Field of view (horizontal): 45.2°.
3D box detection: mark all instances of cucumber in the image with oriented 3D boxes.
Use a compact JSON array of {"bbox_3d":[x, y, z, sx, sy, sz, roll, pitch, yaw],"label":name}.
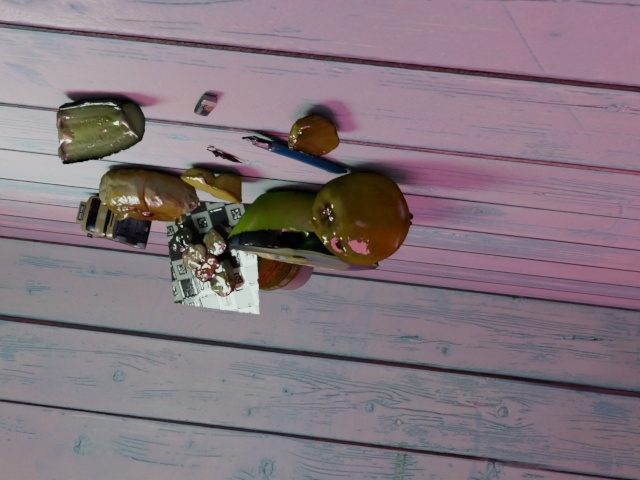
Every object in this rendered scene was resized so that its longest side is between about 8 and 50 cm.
[{"bbox_3d":[-0.410,-0.213,1.416,0.192,0.115,0.086,-3,-149,30],"label":"cucumber"}]

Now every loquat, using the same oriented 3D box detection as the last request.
[{"bbox_3d":[0.105,-0.053,1.685,0.246,0.214,0.213,0,177,-35],"label":"loquat"}]

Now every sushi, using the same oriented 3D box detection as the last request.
[{"bbox_3d":[-0.343,0.054,2.286,0.319,0.340,0.068,5,-164,25],"label":"sushi"}]

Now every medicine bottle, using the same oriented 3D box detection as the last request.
[{"bbox_3d":[-0.176,0.049,2.487,0.224,0.225,0.384,3,172,23],"label":"medicine bottle"}]

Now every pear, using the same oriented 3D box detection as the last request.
[{"bbox_3d":[-0.037,-0.034,2.004,0.398,0.165,0.399,7,171,1],"label":"pear"}]

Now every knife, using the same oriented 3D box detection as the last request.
[{"bbox_3d":[-0.044,-0.174,1.569,0.044,0.026,0.296,4,174,39],"label":"knife"}]

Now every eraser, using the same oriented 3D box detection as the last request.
[{"bbox_3d":[-0.198,-0.231,1.322,0.027,0.019,0.099,10,170,-19],"label":"eraser"}]

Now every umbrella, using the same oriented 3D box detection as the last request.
[{"bbox_3d":[-0.210,-0.184,1.671,0.022,0.013,0.122,-21,158,24],"label":"umbrella"}]

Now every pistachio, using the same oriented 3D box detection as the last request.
[{"bbox_3d":[-0.018,-0.190,1.349,0.089,0.049,0.173,-19,167,3],"label":"pistachio"}]

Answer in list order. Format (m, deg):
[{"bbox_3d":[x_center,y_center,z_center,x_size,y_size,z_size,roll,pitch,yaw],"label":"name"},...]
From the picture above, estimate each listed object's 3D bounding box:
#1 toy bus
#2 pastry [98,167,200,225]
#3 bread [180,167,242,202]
[{"bbox_3d":[-0.645,-0.059,2.447,0.157,0.140,0.289,10,176,10],"label":"toy bus"},{"bbox_3d":[-0.449,-0.109,1.988,0.235,0.121,0.257,12,169,-29],"label":"pastry"},{"bbox_3d":[-0.255,-0.140,1.860,0.149,0.065,0.188,17,175,6],"label":"bread"}]
